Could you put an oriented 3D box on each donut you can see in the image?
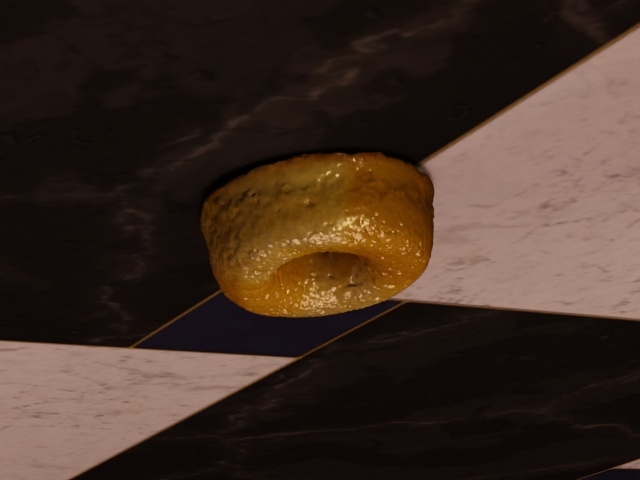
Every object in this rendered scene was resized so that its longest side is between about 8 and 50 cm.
[{"bbox_3d":[0.000,0.000,0.962,0.152,0.058,0.152,-6,159,-2],"label":"donut"}]
